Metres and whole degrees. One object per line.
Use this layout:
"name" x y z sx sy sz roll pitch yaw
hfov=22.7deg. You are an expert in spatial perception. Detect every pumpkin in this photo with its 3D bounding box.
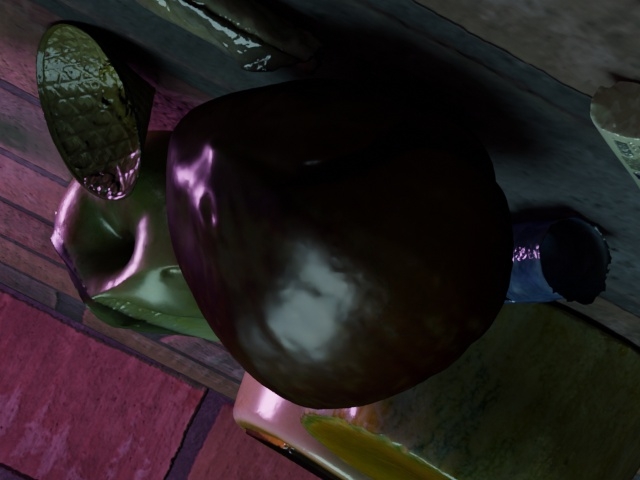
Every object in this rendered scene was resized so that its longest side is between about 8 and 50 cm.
"pumpkin" 0.142 0.163 1.457 0.332 0.199 0.332 23 165 7

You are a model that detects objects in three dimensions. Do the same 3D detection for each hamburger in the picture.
"hamburger" 0.042 0.203 1.879 0.302 0.170 0.302 29 170 6

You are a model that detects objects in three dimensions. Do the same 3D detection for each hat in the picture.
"hat" -0.157 -0.110 1.253 0.146 0.067 0.146 32 134 40

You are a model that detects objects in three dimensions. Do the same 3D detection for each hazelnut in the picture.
"hazelnut" 0.000 0.000 0.998 0.234 0.218 0.218 9 160 47

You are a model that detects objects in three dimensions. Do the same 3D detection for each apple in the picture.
"apple" -0.114 -0.002 1.346 0.207 0.173 0.188 11 -179 43

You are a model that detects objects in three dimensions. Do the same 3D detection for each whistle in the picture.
"whistle" 0.112 0.022 1.213 0.062 0.062 0.304 30 165 -19

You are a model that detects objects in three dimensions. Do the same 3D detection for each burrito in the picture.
"burrito" -0.075 -0.145 0.973 0.171 0.042 0.051 31 168 -8

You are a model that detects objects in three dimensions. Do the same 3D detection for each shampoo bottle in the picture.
"shampoo bottle" 0.190 -0.041 0.880 0.049 0.034 0.141 10 162 30
